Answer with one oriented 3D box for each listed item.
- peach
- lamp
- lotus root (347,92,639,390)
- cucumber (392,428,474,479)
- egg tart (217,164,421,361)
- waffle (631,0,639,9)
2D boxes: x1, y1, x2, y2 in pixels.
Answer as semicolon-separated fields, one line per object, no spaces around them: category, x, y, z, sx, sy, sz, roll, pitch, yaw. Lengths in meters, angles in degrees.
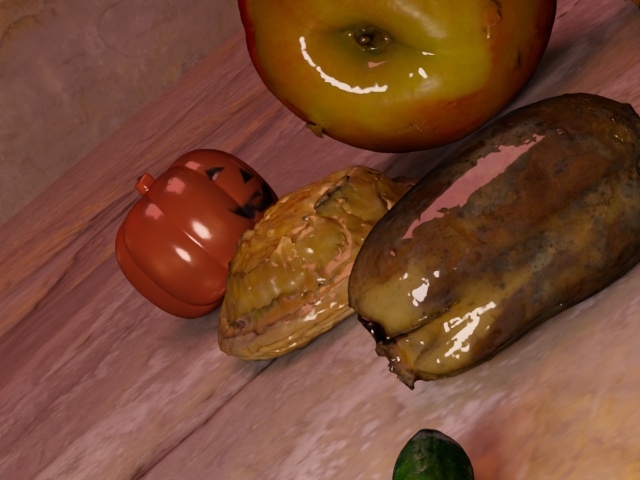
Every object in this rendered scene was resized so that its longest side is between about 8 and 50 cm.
peach;0.087;-0.271;1.945;0.370;0.370;0.370;-32;15;10
lamp;-0.138;-0.014;1.934;0.188;0.164;0.187;-47;-3;-3
lotus root;0.144;-0.009;1.363;0.274;0.152;0.160;-34;6;-2
cucumber;0.072;0.175;1.134;0.056;0.056;0.250;-31;18;15
egg tart;0.000;0.000;1.741;0.290;0.107;0.291;-32;16;10
waffle;0.294;-0.330;1.896;0.051;0.231;0.229;-42;13;9
